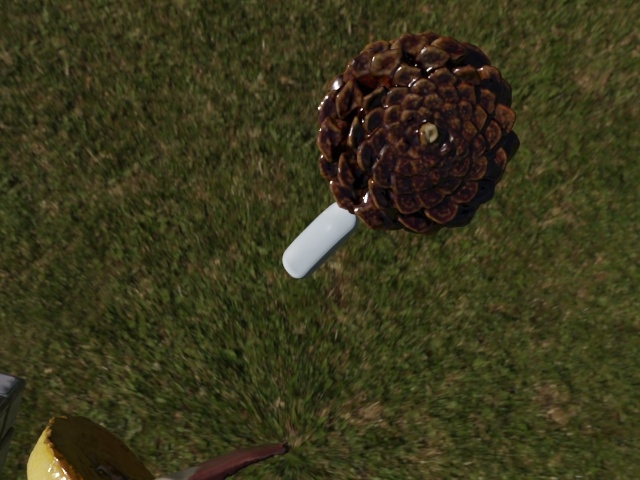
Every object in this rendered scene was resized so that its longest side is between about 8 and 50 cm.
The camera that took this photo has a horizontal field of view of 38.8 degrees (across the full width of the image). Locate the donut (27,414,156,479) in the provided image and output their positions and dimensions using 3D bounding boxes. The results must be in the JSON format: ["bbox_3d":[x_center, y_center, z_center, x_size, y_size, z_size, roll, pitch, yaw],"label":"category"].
[{"bbox_3d":[-0.212,0.252,0.880,0.065,0.162,0.178,-46,58,1],"label":"donut"}]

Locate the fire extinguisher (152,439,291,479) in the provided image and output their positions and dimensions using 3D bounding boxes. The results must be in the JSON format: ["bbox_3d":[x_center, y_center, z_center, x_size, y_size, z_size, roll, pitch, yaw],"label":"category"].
[{"bbox_3d":[-0.087,0.265,0.459,0.147,0.106,0.337,14,86,-36],"label":"fire extinguisher"}]

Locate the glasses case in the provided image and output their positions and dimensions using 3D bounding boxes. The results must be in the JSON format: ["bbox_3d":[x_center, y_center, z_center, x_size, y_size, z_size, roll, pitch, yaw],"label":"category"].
[{"bbox_3d":[0.000,0.000,1.735,0.178,0.045,0.067,-45,65,16],"label":"glasses case"}]

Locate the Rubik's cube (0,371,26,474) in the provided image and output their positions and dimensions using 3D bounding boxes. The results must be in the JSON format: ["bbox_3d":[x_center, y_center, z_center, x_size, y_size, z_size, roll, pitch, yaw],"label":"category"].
[{"bbox_3d":[-0.705,0.366,1.507,0.301,0.304,0.305,18,103,-3],"label":"Rubik's cube"}]

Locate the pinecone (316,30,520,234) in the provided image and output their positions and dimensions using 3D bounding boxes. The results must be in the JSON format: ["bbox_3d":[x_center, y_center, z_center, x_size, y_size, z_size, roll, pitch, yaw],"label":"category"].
[{"bbox_3d":[0.071,-0.089,0.736,0.163,0.165,0.163,-2,105,-8],"label":"pinecone"}]
